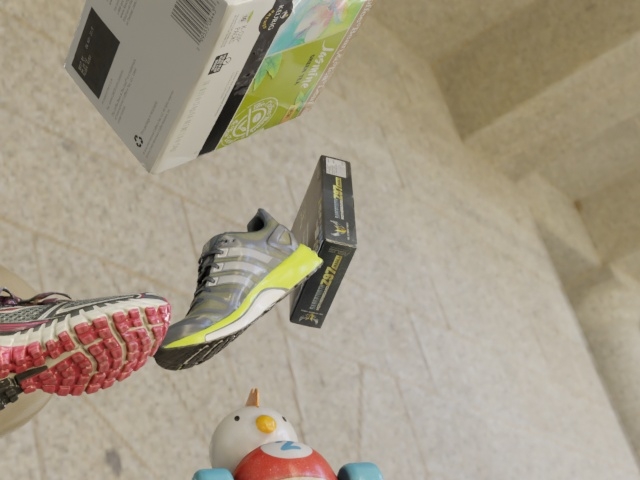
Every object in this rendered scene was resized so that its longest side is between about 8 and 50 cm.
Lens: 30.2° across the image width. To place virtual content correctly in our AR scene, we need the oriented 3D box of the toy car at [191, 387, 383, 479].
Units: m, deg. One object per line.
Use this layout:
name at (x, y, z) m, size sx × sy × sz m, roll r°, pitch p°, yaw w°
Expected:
toy car at (-0.070, 0.269, 1.442) m, size 0.219 × 0.238 × 0.210 m, roll 1°, pitch -43°, yaw -20°

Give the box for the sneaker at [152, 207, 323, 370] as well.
sneaker at (-0.126, 0.062, 1.526) m, size 0.111 × 0.121 × 0.300 m, roll -42°, pitch -3°, yaw 42°

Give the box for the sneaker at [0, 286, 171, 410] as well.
sneaker at (-0.301, 0.097, 1.240) m, size 0.299 × 0.112 × 0.120 m, roll -11°, pitch -41°, yaw -23°

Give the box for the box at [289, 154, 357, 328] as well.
box at (0.000, 0.000, 1.935) m, size 0.059 × 0.232 × 0.183 m, roll 13°, pitch -52°, yaw -12°

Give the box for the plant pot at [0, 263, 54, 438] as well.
plant pot at (-0.473, 0.164, 1.674) m, size 0.284 × 0.284 × 0.191 m, roll -32°, pitch -26°, yaw 23°

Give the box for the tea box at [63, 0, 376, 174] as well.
tea box at (-0.122, -0.308, 1.589) m, size 0.324 × 0.220 × 0.329 m, roll -28°, pitch -18°, yaw -40°
